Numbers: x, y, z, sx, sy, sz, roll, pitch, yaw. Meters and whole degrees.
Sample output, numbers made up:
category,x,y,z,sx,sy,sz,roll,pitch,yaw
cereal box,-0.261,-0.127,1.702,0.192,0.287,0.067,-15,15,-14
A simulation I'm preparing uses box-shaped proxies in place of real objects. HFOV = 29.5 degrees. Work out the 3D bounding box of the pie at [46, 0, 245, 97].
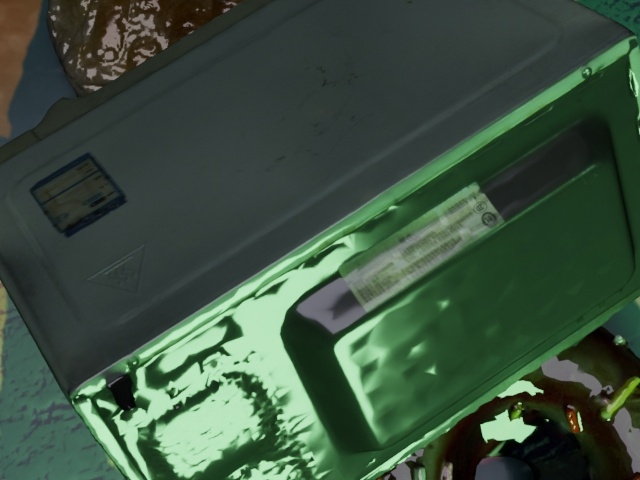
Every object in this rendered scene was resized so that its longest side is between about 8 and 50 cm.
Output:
category,x,y,z,sx,sy,sz,roll,pitch,yaw
pie,-0.106,-0.175,0.917,0.195,0.046,0.195,0,82,-3

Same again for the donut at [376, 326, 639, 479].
category,x,y,z,sx,sy,sz,roll,pitch,yaw
donut,0.137,0.167,0.845,0.270,0.103,0.269,0,82,-2

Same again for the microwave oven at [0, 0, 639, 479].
category,x,y,z,sx,sy,sz,roll,pitch,yaw
microwave oven,0.000,0.000,0.762,0.355,0.218,0.286,-33,41,-11
